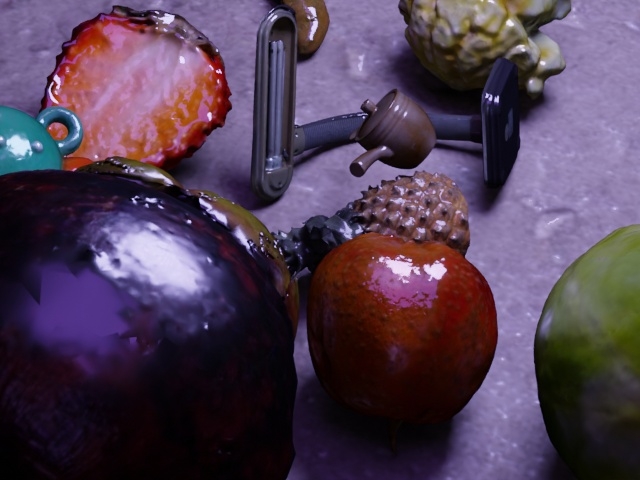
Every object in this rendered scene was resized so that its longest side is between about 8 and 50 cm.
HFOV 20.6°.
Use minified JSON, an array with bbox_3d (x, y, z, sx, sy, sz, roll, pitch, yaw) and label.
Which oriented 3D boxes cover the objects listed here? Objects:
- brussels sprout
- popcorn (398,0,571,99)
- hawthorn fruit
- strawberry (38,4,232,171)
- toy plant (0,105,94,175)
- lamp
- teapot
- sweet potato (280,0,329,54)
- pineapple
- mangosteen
[{"bbox_3d":[0.350,0.114,1.519,0.344,0.268,0.344,6,44,-6],"label":"brussels sprout"},{"bbox_3d":[0.180,-0.253,1.902,0.167,0.185,0.187,14,76,38],"label":"popcorn"},{"bbox_3d":[0.070,0.095,1.597,0.179,0.200,0.179,10,3,-1],"label":"hawthorn fruit"},{"bbox_3d":[-0.201,-0.124,1.832,0.190,0.111,0.236,36,79,14],"label":"strawberry"},{"bbox_3d":[-0.403,-0.032,1.673,0.400,0.185,0.279,-26,48,-18],"label":"toy plant"},{"bbox_3d":[0.068,-0.155,1.804,0.283,0.203,0.124,-2,29,1],"label":"lamp"},{"bbox_3d":[0.059,-0.090,1.717,0.080,0.085,0.110,38,50,-12],"label":"teapot"},{"bbox_3d":[-0.031,-0.281,2.004,0.053,0.054,0.182,-10,46,-23],"label":"sweet potato"},{"bbox_3d":[0.000,0.000,1.710,0.277,0.119,0.130,-9,35,-15],"label":"pineapple"},{"bbox_3d":[-0.206,0.104,1.438,0.381,0.381,0.421,-2,38,-4],"label":"mangosteen"}]
